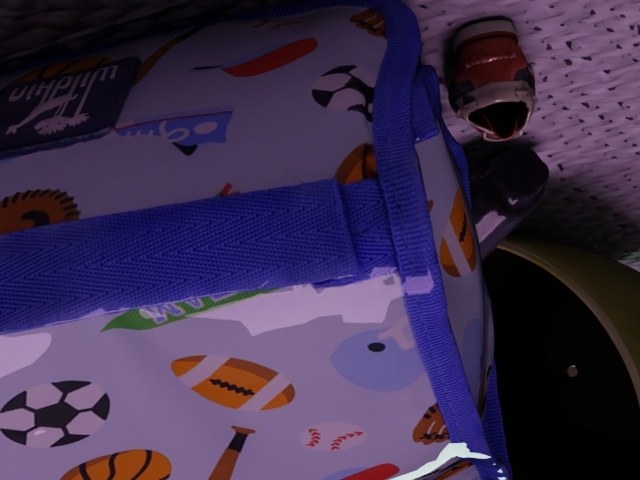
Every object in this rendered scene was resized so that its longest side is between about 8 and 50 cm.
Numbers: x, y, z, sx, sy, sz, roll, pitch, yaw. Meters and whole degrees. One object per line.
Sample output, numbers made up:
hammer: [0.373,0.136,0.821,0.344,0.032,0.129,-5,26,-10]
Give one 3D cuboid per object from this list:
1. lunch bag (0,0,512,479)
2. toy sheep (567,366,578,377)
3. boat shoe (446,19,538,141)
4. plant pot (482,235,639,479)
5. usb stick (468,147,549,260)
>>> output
lunch bag: [-0.084,0.027,0.933,0.328,0.239,0.385,-11,172,8]
toy sheep: [0.188,0.139,1.777,0.132,0.091,0.091,-21,163,8]
boat shoe: [0.093,-0.074,1.037,0.049,0.043,0.137,-13,166,4]
plant pot: [0.166,0.115,1.421,0.275,0.275,0.293,-20,176,31]
usb stick: [0.045,0.044,1.249,0.278,0.045,0.077,-49,167,34]
